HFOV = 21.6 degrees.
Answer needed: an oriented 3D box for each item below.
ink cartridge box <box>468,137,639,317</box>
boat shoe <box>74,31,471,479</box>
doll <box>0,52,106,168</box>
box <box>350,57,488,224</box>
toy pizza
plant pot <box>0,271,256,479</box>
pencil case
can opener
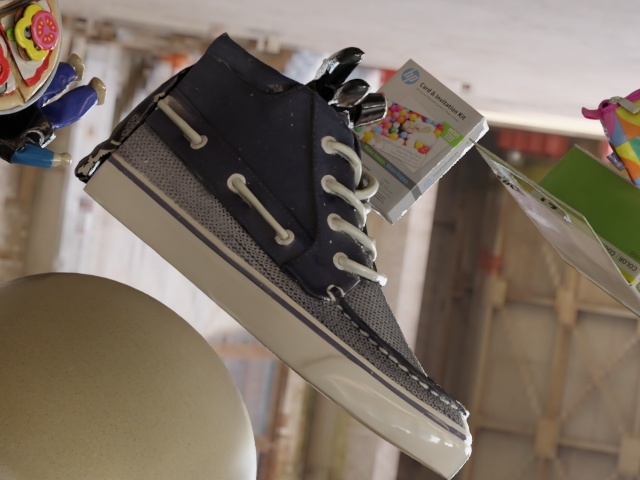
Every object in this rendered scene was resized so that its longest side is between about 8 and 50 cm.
[{"bbox_3d":[0.291,-0.029,1.729,0.189,0.097,0.255,41,177,45],"label":"ink cartridge box"},{"bbox_3d":[0.000,0.000,1.138,0.340,0.158,0.127,39,177,14],"label":"boat shoe"},{"bbox_3d":[-0.319,-0.130,1.849,0.189,0.129,0.046,-40,176,-35],"label":"doll"},{"bbox_3d":[0.107,-0.132,2.224,0.145,0.186,0.038,42,171,27],"label":"box"},{"bbox_3d":[-0.340,-0.232,1.747,0.032,0.201,0.201,-6,172,40],"label":"toy pizza"},{"bbox_3d":[-0.209,0.186,1.227,0.284,0.284,0.191,8,-161,13],"label":"plant pot"},{"bbox_3d":[0.387,-0.142,1.666,0.236,0.104,0.104,-27,170,16],"label":"pencil case"},{"bbox_3d":[0.017,-0.125,1.350,0.073,0.059,0.186,-19,173,-5],"label":"can opener"}]
